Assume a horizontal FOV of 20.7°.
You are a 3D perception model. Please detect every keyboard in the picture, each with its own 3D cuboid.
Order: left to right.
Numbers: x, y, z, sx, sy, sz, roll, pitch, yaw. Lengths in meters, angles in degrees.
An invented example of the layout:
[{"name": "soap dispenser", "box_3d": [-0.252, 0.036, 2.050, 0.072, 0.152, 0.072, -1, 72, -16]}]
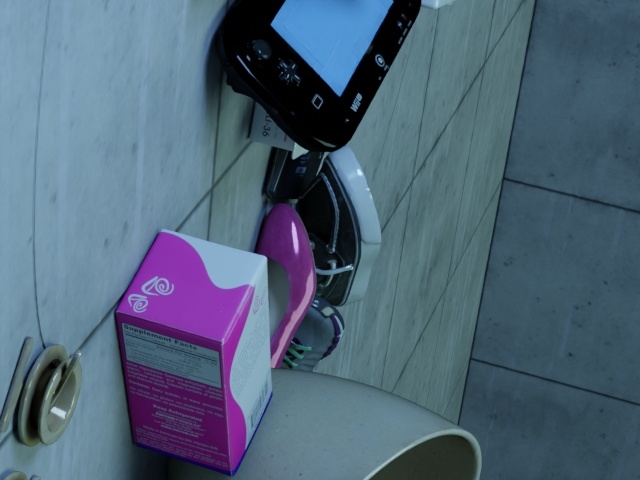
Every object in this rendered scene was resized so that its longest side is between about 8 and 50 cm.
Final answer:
[{"name": "keyboard", "box_3d": [-0.025, -0.101, 2.040, 0.180, 0.023, 0.108, -7, 117, -77]}]

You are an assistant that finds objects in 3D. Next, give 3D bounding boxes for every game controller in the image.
[{"name": "game controller", "box_3d": [0.005, -0.221, 1.752, 0.067, 0.166, 0.319, -41, -165, 44]}]

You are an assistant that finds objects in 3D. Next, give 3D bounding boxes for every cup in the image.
[{"name": "cup", "box_3d": [-0.025, 0.269, 1.859, 0.331, 0.237, 0.331, -35, 146, -28]}]

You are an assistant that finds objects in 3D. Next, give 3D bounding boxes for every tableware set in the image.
[{"name": "tableware set", "box_3d": [-0.230, 0.181, 1.428, 0.128, 0.039, 0.194, 46, 59, -75]}]

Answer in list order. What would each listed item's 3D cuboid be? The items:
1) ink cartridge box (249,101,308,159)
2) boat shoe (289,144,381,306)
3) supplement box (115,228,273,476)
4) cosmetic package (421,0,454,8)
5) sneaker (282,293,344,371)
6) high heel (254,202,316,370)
[{"name": "ink cartridge box", "box_3d": [-0.021, -0.166, 1.880, 0.198, 0.067, 0.115, -46, 149, -68]}, {"name": "boat shoe", "box_3d": [-0.002, -0.003, 2.058, 0.306, 0.105, 0.113, 103, -34, -66]}, {"name": "supplement box", "box_3d": [-0.116, 0.109, 1.675, 0.220, 0.114, 0.111, 92, 19, -49]}, {"name": "cosmetic package", "box_3d": [0.091, -0.364, 1.940, 0.151, 0.151, 0.183, -36, 139, -70]}, {"name": "sneaker", "box_3d": [-0.034, 0.141, 2.089, 0.098, 0.083, 0.223, -58, 174, -27]}, {"name": "high heel", "box_3d": [-0.075, 0.080, 1.971, 0.117, 0.082, 0.244, -3, 104, -46]}]
